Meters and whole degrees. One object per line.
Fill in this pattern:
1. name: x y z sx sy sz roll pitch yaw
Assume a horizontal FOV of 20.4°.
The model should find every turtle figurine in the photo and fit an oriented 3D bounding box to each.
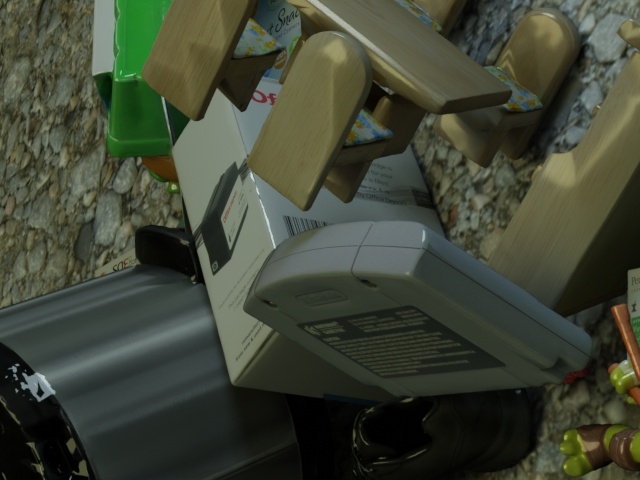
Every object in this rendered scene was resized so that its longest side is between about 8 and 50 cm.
1. turtle figurine: 0.273 0.162 1.362 0.269 0.087 0.217 51 153 -5

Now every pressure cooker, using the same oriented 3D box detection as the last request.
1. pressure cooker: -0.190 0.218 1.804 0.375 0.420 0.370 55 137 17

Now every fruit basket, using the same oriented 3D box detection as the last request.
1. fruit basket: -0.169 -0.153 2.038 0.353 0.166 0.327 95 173 -58

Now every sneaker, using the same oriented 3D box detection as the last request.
1. sneaker: 0.071 0.201 1.676 0.286 0.130 0.109 -48 46 41

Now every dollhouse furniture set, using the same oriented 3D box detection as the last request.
1. dollhouse furniture set: 0.132 -0.156 1.499 0.394 0.362 0.256 40 119 23

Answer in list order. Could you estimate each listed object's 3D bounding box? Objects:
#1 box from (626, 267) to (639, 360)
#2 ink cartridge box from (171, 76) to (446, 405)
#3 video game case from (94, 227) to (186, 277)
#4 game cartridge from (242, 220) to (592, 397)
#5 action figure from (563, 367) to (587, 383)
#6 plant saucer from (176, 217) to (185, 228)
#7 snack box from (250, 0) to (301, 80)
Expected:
1. box: 0.306 0.063 1.374 0.101 0.102 0.087 -20 61 55
2. ink cartridge box: 0.000 0.000 1.758 0.129 0.223 0.307 -52 41 37
3. video game case: -0.210 0.121 2.195 0.210 0.042 0.232 -26 66 54
4. game cartridge: 0.062 0.058 1.449 0.297 0.198 0.062 -14 43 62
5. action figure: 0.201 0.104 1.598 0.115 0.030 0.038 21 94 55
6. plant saucer: -0.158 0.012 2.191 0.119 0.021 0.119 -24 60 52
7. snack box: -0.018 -0.206 1.995 0.174 0.070 0.207 -28 56 52
